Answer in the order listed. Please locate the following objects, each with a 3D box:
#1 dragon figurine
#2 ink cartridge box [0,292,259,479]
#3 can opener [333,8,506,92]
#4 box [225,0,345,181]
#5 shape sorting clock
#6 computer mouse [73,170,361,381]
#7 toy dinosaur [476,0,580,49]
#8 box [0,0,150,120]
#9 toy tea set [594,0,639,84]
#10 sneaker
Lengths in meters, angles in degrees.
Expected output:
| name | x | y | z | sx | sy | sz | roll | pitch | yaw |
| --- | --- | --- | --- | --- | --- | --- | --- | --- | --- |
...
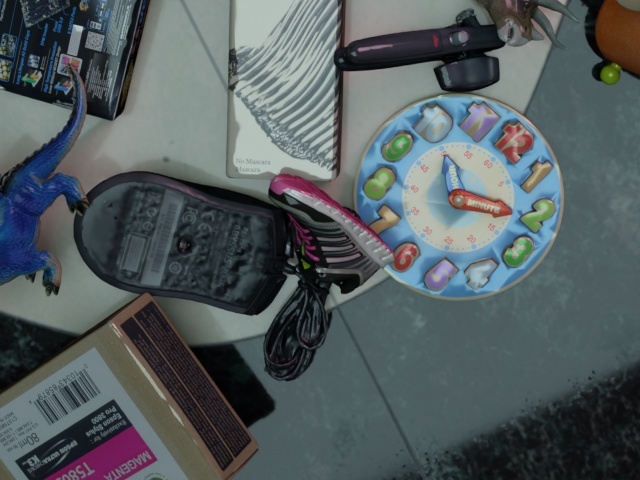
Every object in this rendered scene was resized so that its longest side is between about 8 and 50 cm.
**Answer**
| name | x | y | z | sx | sy | sz | roll | pitch | yaw |
| --- | --- | --- | --- | --- | --- | --- | --- | --- | --- |
| dragon figurine | -0.304 | -0.031 | 1.495 | 0.144 | 0.085 | 0.289 | 12 | 103 | -41 |
| ink cartridge box | -0.210 | 0.192 | 1.559 | 0.235 | 0.088 | 0.193 | -34 | 94 | 28 |
| can opener | 0.099 | -0.179 | 1.499 | 0.186 | 0.059 | 0.073 | -5 | 74 | -34 |
| box | -0.031 | -0.197 | 1.523 | 0.113 | 0.094 | 0.275 | 1 | 99 | 4 |
| shape sorting clock | 0.134 | -0.041 | 1.561 | 0.206 | 0.040 | 0.206 | 1 | 98 | 4 |
| computer mouse | -0.112 | 0.014 | 1.577 | 0.272 | 0.072 | 0.188 | 20 | 98 | -11 |
| toy dinosaur | 0.147 | -0.333 | 1.499 | 0.160 | 0.121 | 0.313 | -2 | 93 | -8 |
| box | -0.253 | -0.243 | 1.543 | 0.175 | 0.051 | 0.220 | 15 | 106 | 1 |
| toy tea set | 0.377 | -0.280 | 1.479 | 0.336 | 0.124 | 0.200 | -28 | 130 | -10 |
| sneaker | 0.000 | 0.000 | 1.500 | 0.075 | 0.063 | 0.170 | -49 | 135 | 4 |
